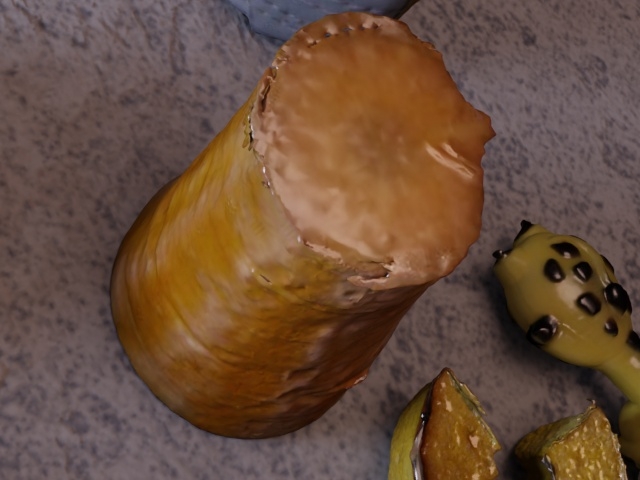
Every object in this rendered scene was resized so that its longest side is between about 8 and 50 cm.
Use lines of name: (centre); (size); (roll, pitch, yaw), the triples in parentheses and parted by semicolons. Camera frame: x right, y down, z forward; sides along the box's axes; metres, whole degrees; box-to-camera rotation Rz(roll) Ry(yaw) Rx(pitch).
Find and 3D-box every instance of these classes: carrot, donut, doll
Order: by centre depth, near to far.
carrot: (0.000, 0.000, 0.727); (0.196, 0.254, 0.196); (9, 68, -22)
donut: (0.121, 0.172, 0.838); (0.181, 0.078, 0.146); (15, 68, -28)
doll: (0.234, 0.107, 0.920); (0.291, 0.086, 0.117); (50, 49, -1)

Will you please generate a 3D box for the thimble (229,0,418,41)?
thimble: (0.006, -0.213, 0.887); (0.151, 0.118, 0.127); (28, 61, -17)
